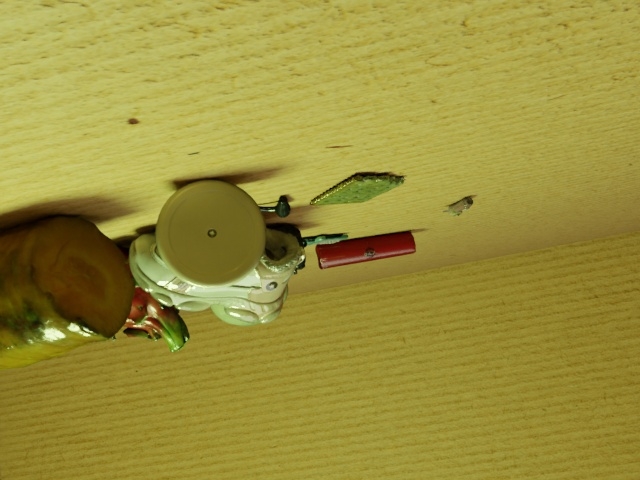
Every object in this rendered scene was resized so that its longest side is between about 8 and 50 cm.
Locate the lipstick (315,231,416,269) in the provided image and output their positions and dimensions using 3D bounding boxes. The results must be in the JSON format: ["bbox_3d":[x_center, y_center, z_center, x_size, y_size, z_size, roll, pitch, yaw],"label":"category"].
[{"bbox_3d":[0.126,0.026,2.156,0.279,0.073,0.073,-9,172,-8],"label":"lipstick"}]

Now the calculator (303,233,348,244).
[{"bbox_3d":[0.000,0.000,2.014,0.141,0.019,0.094,-5,173,-28],"label":"calculator"}]

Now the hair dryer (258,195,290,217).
[{"bbox_3d":[-0.099,-0.064,1.470,0.083,0.031,0.079,-1,161,-1],"label":"hair dryer"}]

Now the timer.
[{"bbox_3d":[-0.197,0.003,1.333,0.175,0.175,0.266,-8,175,-13],"label":"timer"}]

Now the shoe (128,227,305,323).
[{"bbox_3d":[-0.207,0.030,1.570,0.350,0.172,0.198,16,123,-28],"label":"shoe"}]

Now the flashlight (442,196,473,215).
[{"bbox_3d":[0.333,-0.078,1.822,0.052,0.031,0.110,-7,171,-16],"label":"flashlight"}]

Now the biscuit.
[{"bbox_3d":[0.077,-0.097,1.470,0.143,0.016,0.203,-5,171,-28],"label":"biscuit"}]

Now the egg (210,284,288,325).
[{"bbox_3d":[-0.209,0.152,2.214,0.253,0.187,0.186,-9,172,27],"label":"egg"}]

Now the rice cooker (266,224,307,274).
[{"bbox_3d":[-0.097,0.021,1.762,0.112,0.107,0.165,-18,158,25],"label":"rice cooker"}]

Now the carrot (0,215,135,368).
[{"bbox_3d":[-0.501,0.094,1.330,0.340,0.242,0.241,-15,170,26],"label":"carrot"}]

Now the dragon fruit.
[{"bbox_3d":[-0.398,0.131,1.644,0.198,0.269,0.200,-40,-166,-32],"label":"dragon fruit"}]
